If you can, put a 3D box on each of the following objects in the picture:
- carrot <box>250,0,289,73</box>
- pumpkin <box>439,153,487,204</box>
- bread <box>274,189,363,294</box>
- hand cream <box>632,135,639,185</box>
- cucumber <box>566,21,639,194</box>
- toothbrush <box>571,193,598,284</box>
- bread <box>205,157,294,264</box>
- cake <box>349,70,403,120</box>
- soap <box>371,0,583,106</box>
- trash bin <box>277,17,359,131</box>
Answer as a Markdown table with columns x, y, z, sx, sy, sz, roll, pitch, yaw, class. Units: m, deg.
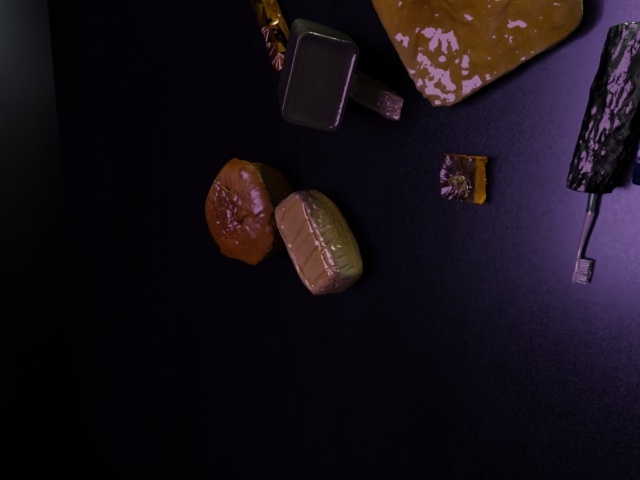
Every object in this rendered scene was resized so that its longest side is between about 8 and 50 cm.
| x | y | z | sx | sy | sz | roll | pitch | yaw | class |
| --- | --- | --- | --- | --- | --- | --- | --- | --- | --- |
| -0.109 | -0.484 | 1.147 | 0.069 | 0.069 | 0.228 | -32 | 73 | 46 | carrot |
| 0.237 | -0.103 | 0.849 | 0.074 | 0.054 | 0.083 | 14 | 112 | 50 | pumpkin |
| 0.000 | 0.000 | 1.087 | 0.140 | 0.106 | 0.236 | -45 | 64 | 44 | bread |
| 0.506 | -0.083 | 0.561 | 0.271 | 0.061 | 0.120 | 17 | 111 | 39 | hand cream |
| 0.386 | -0.161 | 0.646 | 0.062 | 0.078 | 0.211 | -133 | 48 | -68 | cucumber |
| 0.386 | -0.060 | 0.719 | 0.024 | 0.018 | 0.256 | 13 | 107 | 43 | toothbrush |
| -0.165 | -0.068 | 1.231 | 0.269 | 0.146 | 0.268 | 16 | 113 | 43 | bread |
| 0.110 | -0.278 | 0.973 | 0.121 | 0.065 | 0.052 | 30 | 121 | 14 | cake |
| 0.197 | -0.448 | 0.781 | 0.306 | 0.115 | 0.426 | -32 | 74 | 49 | soap |
| -0.008 | -0.311 | 0.938 | 0.240 | 0.122 | 0.164 | -100 | 22 | -65 | trash bin |
